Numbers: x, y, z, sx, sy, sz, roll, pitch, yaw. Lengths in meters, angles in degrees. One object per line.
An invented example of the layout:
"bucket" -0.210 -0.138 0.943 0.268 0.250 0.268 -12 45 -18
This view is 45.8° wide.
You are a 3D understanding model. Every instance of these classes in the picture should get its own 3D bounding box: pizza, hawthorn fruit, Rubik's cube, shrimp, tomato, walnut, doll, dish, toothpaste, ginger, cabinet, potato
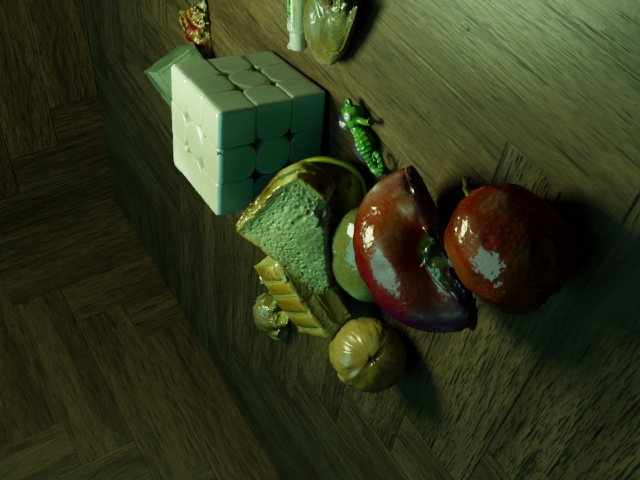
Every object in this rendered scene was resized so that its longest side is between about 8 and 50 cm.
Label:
"pizza" -0.380 -0.656 2.295 0.188 0.062 0.199 58 154 15
"hawthorn fruit" 0.300 -0.005 1.257 0.253 0.205 0.205 54 153 26
"Rubik's cube" -0.187 -0.275 1.895 0.291 0.291 0.291 45 140 43
"shrimp" 0.022 -0.485 1.583 0.168 0.077 0.317 66 159 11
"tomato" 0.173 0.040 1.451 0.334 0.176 0.290 66 -165 8
"walnut" 0.117 0.290 1.914 0.195 0.195 0.222 67 165 1
"doll" 0.096 -0.227 1.678 0.190 0.050 0.115 66 163 -1
"dish" 0.019 -0.100 1.837 0.108 0.221 0.262 -73 -31 -56
"toothpaste" -0.049 -0.578 1.685 0.058 0.056 0.314 12 127 16
"ginger" -0.172 0.259 2.598 0.157 0.102 0.216 50 151 20
"cabinet" -0.409 -0.480 2.350 0.206 0.150 0.145 56 163 -27
"potato" 0.111 0.021 1.737 0.159 0.175 0.251 -74 -16 -55

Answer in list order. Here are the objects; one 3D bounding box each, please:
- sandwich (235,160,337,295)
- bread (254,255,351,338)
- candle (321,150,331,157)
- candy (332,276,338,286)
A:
"sandwich" -0.026 -0.029 1.765 0.288 0.099 0.254 41 120 -15
"bread" -0.055 0.131 1.991 0.239 0.111 0.246 54 162 -7
"candle" -0.020 -0.240 1.945 0.167 0.021 0.026 46 128 41
"candy" 0.000 0.000 2.018 0.255 0.094 0.255 46 149 39
